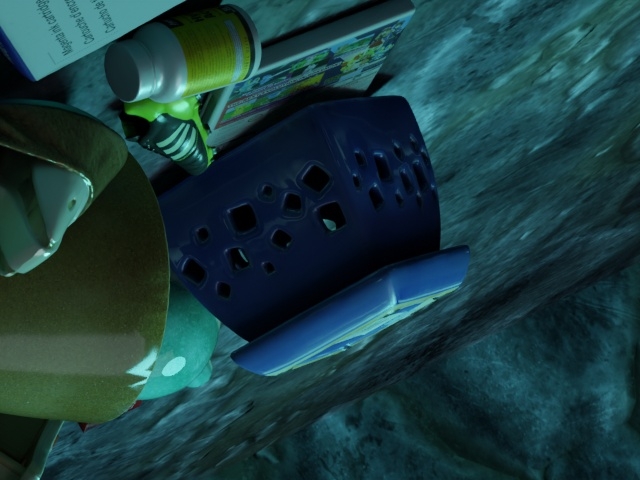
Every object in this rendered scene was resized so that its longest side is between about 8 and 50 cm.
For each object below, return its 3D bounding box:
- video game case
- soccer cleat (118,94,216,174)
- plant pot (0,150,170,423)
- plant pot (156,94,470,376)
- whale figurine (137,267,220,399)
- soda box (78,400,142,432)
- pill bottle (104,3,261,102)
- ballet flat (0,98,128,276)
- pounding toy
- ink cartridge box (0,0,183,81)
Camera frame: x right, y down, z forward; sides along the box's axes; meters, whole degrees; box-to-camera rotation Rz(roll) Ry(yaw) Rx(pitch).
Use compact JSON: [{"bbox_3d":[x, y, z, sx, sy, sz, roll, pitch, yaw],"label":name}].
[{"bbox_3d":[-0.023,-0.149,1.701,0.201,0.023,0.183,-23,166,-24],"label":"video game case"},{"bbox_3d":[-0.135,-0.101,1.576,0.072,0.060,0.179,-20,160,-3],"label":"soccer cleat"},{"bbox_3d":[-0.287,0.029,1.423,0.254,0.237,0.237,2,149,-38],"label":"plant pot"},{"bbox_3d":[0.000,0.000,1.825,0.236,0.212,0.236,-31,172,26],"label":"plant pot"},{"bbox_3d":[-0.217,0.118,1.890,0.272,0.216,0.141,-46,-156,47],"label":"whale figurine"},{"bbox_3d":[-0.239,0.132,2.130,0.083,0.092,0.263,-24,166,-27],"label":"soda box"},{"bbox_3d":[-0.109,-0.144,1.429,0.116,0.065,0.065,-21,164,-37],"label":"pill bottle"},{"bbox_3d":[-0.243,-0.043,1.230,0.116,0.124,0.342,-37,152,20],"label":"ballet flat"},{"bbox_3d":[-0.320,0.163,1.651,0.154,0.155,0.269,-37,-160,58],"label":"pounding toy"},{"bbox_3d":[-0.155,-0.202,1.111,0.330,0.071,0.324,-31,168,-3],"label":"ink cartridge box"}]
